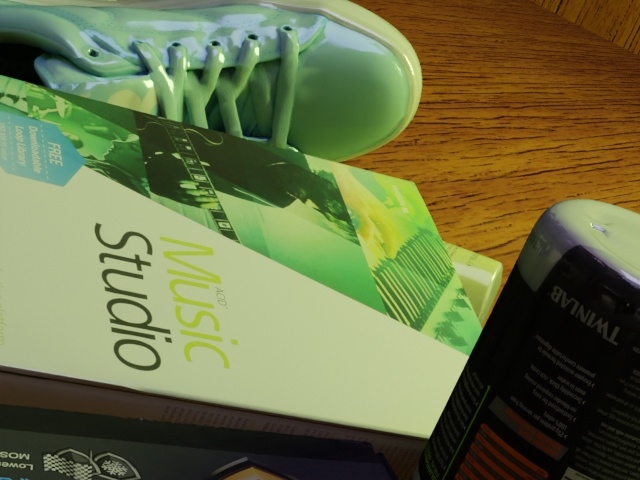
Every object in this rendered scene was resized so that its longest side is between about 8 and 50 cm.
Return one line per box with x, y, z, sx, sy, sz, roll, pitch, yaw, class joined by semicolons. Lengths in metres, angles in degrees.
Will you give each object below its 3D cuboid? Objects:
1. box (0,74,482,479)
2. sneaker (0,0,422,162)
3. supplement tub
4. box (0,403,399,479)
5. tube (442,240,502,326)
-0.063;0.022;0.698;0.322;0.058;0.232;14;34;-27;box
-0.115;-0.082;0.841;0.365;0.135;0.150;1;28;-2;sneaker
0.111;0.088;0.587;0.117;0.190;0.117;21;21;-8;supplement tub
-0.061;0.158;0.400;0.295;0.073;0.293;12;22;-27;box
0.000;0.000;0.896;0.240;0.062;0.070;21;-21;12;tube
